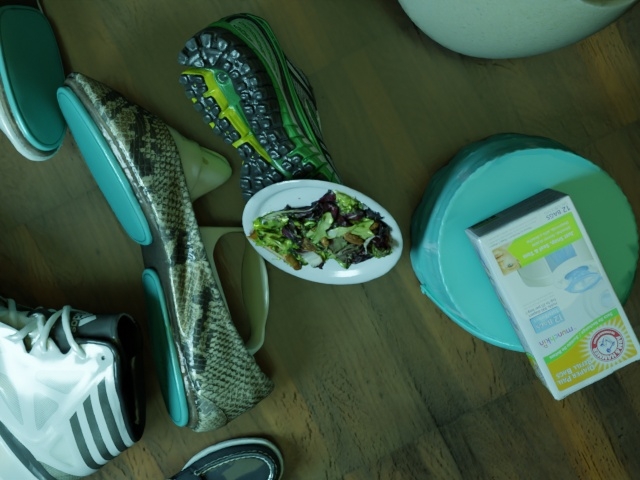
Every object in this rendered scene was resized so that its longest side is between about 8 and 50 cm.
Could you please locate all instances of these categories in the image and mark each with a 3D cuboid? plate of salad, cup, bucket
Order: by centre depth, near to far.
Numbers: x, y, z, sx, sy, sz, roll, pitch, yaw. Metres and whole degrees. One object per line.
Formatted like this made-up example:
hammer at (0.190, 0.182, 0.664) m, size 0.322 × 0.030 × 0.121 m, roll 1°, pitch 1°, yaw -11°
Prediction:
cup at (0.265, -0.360, 1.249) m, size 0.331 × 0.237 × 0.331 m, roll -6°, pitch 108°, yaw -20°
plate of salad at (0.000, 0.000, 1.332) m, size 0.200 × 0.200 × 0.048 m, roll 18°, pitch 52°, yaw -4°
bucket at (0.254, 0.002, 1.366) m, size 0.281 × 0.183 × 0.281 m, roll 0°, pitch 97°, yaw -1°

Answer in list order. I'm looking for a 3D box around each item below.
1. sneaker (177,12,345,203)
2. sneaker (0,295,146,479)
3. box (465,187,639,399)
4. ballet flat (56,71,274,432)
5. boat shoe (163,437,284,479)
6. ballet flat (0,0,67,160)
sneaker at (-0.035, -0.131, 1.369) m, size 0.134 × 0.146 × 0.343 m, roll -11°, pitch 117°, yaw 34°
sneaker at (-0.371, 0.092, 1.342) m, size 0.257 × 0.169 × 0.447 m, roll -29°, pitch 106°, yaw 15°
box at (0.261, 0.058, 1.228) m, size 0.114 × 0.103 × 0.203 m, roll -26°, pitch 97°, yaw 2°
ballet flat at (-0.172, 0.001, 1.385) m, size 0.182 × 0.164 × 0.483 m, roll -22°, pitch 102°, yaw -21°
boat shoe at (-0.183, 0.362, 1.436) m, size 0.302 × 0.091 × 0.114 m, roll -33°, pitch 96°, yaw 2°
ballet flat at (-0.414, -0.286, 1.356) m, size 0.139 × 0.139 × 0.400 m, roll -13°, pitch 92°, yaw 0°
